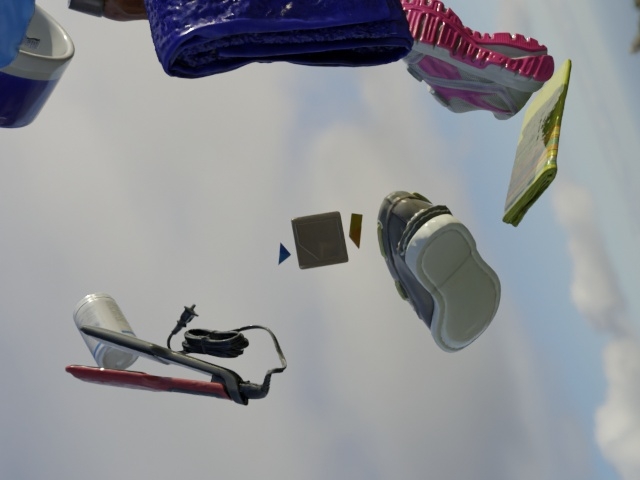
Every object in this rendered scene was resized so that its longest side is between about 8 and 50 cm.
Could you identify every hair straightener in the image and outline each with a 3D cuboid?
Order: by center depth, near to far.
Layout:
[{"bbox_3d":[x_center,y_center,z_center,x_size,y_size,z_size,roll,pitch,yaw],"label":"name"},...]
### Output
[{"bbox_3d":[-0.127,0.096,1.199,0.047,0.230,0.089,38,-119,-52],"label":"hair straightener"}]

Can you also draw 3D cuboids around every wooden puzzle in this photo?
[{"bbox_3d":[0.000,0.000,1.745,0.014,0.116,0.079,112,155,-75],"label":"wooden puzzle"}]

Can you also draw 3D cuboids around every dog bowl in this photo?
[{"bbox_3d":[-0.438,-0.250,1.597,0.264,0.104,0.265,31,-162,-11],"label":"dog bowl"}]

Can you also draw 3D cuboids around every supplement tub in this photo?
[{"bbox_3d":[-0.313,0.135,1.935,0.107,0.071,0.071,53,179,41],"label":"supplement tub"}]

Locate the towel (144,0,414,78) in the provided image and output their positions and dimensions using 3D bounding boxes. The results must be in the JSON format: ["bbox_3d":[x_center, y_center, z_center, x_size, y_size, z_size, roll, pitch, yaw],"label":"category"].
[{"bbox_3d":[-0.061,-0.284,1.168,0.076,0.227,0.308,114,144,-53],"label":"towel"}]

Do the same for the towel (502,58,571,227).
[{"bbox_3d":[0.269,-0.121,1.608,0.021,0.102,0.237,30,-138,-9],"label":"towel"}]

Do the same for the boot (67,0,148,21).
[{"bbox_3d":[-0.201,-0.427,1.874,0.096,0.280,0.264,-160,77,-72],"label":"boot"}]

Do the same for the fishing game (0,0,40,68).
[{"bbox_3d":[-0.250,-0.208,0.927,0.041,0.264,0.189,-26,-98,-44],"label":"fishing game"}]

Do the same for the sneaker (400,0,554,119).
[{"bbox_3d":[0.157,-0.218,1.650,0.103,0.252,0.111,-60,-9,-45],"label":"sneaker"}]

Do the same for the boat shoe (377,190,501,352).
[{"bbox_3d":[0.143,0.039,1.601,0.091,0.109,0.305,43,171,32],"label":"boat shoe"}]
